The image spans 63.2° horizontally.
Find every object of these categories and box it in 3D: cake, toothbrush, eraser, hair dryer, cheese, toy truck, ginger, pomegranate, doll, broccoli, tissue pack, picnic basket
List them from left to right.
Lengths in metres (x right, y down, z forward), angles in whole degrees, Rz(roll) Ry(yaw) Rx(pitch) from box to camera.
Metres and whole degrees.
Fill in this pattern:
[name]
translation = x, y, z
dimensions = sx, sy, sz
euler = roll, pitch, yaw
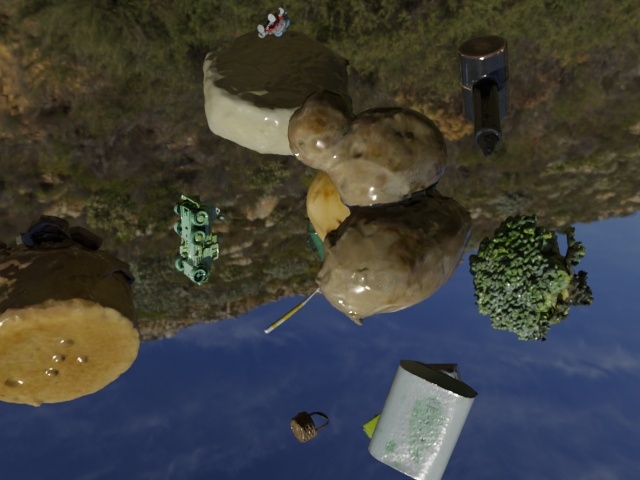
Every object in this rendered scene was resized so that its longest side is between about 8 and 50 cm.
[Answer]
[cake]
translation = -0.561, 0.127, 1.093
dimensions = 0.332, 0.332, 0.321
euler = -1, -138, -29
[toy truck]
translation = -0.356, -0.002, 1.570
dimensions = 0.135, 0.259, 0.128
euler = -9, -155, -41
[doll]
translation = -0.075, -0.389, 0.929
dimensions = 0.039, 0.057, 0.114
euler = 20, -155, 7
[cheese]
translation = -0.078, -0.301, 1.039
dimensions = 0.326, 0.115, 0.318
euler = 32, -126, 16
[toothbrush]
translation = -0.081, 0.242, 1.855
dimensions = 0.288, 0.021, 0.024
euler = -36, -129, -21
[picnic basket]
translation = -0.023, 0.432, 1.233
dimensions = 0.083, 0.072, 0.072
euler = -18, -150, -29
[pomegranate]
translation = 0.120, -0.089, 1.179
dimensions = 0.307, 0.307, 0.307
euler = 9, -162, -3
[ginger]
translation = 0.081, -0.060, 0.684
dimensions = 0.245, 0.304, 0.155
euler = -16, 177, -19
[eraser]
translation = 0.219, 0.396, 1.137
dimensions = 0.174, 0.227, 0.081
euler = 23, -166, 20
[tissue pack]
translation = 0.295, 0.383, 1.377
dimensions = 0.156, 0.112, 0.051
euler = -9, -169, 33
[hair dryer]
translation = 0.349, -0.267, 1.103
dimensions = 0.107, 0.189, 0.352
euler = -3, -135, 20
[broccoli]
translation = 0.590, 0.099, 1.466
dimensions = 0.272, 0.324, 0.334
euler = -26, -125, -26

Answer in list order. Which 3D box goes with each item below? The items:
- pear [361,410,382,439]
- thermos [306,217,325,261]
[pear]
translation = 0.250, 0.530, 1.536
dimensions = 0.139, 0.239, 0.288
euler = 45, 167, 19
[thermos]
translation = 0.002, -0.003, 1.706
dimensions = 0.083, 0.187, 0.073
euler = -22, -145, 6
